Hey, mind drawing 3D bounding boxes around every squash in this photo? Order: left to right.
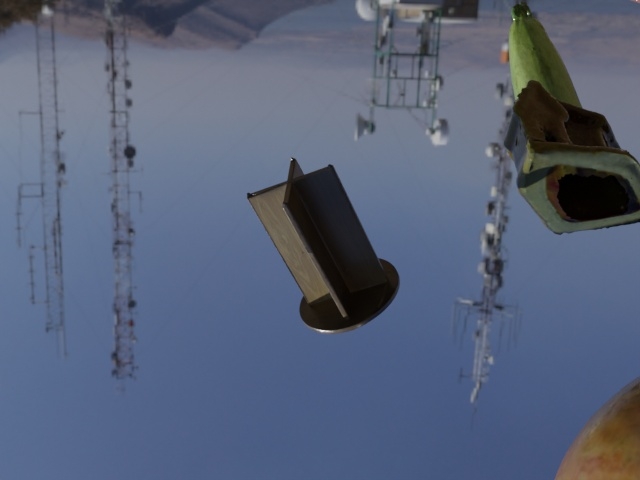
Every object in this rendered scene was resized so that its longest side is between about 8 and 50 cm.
[{"bbox_3d":[0.428,-0.268,1.400,0.118,0.370,0.118,-21,179,0],"label":"squash"}]

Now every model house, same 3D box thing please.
[{"bbox_3d":[0.391,-0.156,1.171,0.173,0.268,0.239,-24,-132,21],"label":"model house"}]

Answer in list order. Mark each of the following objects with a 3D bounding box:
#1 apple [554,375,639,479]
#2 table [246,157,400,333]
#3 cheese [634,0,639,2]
[{"bbox_3d":[0.359,0.269,0.529,0.401,0.333,0.400,-4,-126,6],"label":"apple"},{"bbox_3d":[0.000,0.000,1.087,0.167,0.226,0.167,-21,-149,13],"label":"table"},{"bbox_3d":[0.365,-0.273,0.711,0.128,0.202,0.177,-10,-177,-32],"label":"cheese"}]
